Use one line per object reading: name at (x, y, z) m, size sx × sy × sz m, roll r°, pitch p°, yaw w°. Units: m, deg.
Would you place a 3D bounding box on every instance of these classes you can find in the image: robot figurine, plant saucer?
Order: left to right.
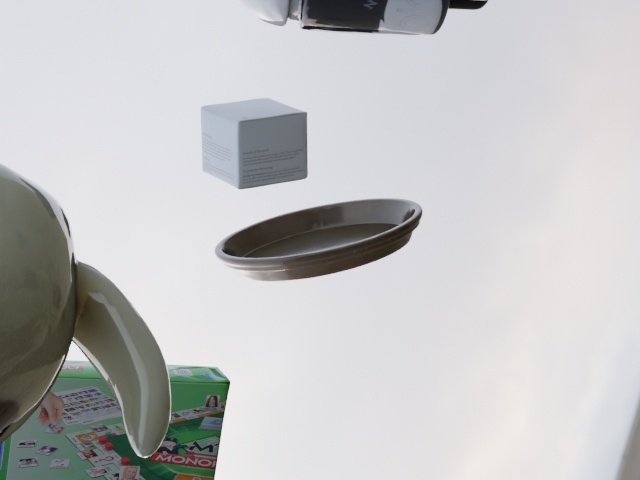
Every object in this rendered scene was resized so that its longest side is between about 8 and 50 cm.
plant saucer at (0.000, 0.000, 1.988) m, size 0.278 × 0.278 × 0.041 m, roll -41°, pitch -58°, yaw -67°
robot figurine at (0.041, -0.298, 1.541) m, size 0.209 × 0.278 × 0.173 m, roll 97°, pitch 174°, yaw -49°

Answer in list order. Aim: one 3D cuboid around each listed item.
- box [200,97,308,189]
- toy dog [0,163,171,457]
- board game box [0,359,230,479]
box at (-0.082, -0.121, 1.870) m, size 0.102 × 0.101 × 0.087 m, roll -11°, pitch -69°, yaw -29°
toy dog at (-0.300, 0.109, 0.782) m, size 0.284 × 0.395 × 0.408 m, roll -46°, pitch 19°, yaw 35°
board game box at (-0.248, 0.209, 1.323) m, size 0.046 × 0.317 × 0.213 m, roll -144°, pitch 61°, yaw -66°
